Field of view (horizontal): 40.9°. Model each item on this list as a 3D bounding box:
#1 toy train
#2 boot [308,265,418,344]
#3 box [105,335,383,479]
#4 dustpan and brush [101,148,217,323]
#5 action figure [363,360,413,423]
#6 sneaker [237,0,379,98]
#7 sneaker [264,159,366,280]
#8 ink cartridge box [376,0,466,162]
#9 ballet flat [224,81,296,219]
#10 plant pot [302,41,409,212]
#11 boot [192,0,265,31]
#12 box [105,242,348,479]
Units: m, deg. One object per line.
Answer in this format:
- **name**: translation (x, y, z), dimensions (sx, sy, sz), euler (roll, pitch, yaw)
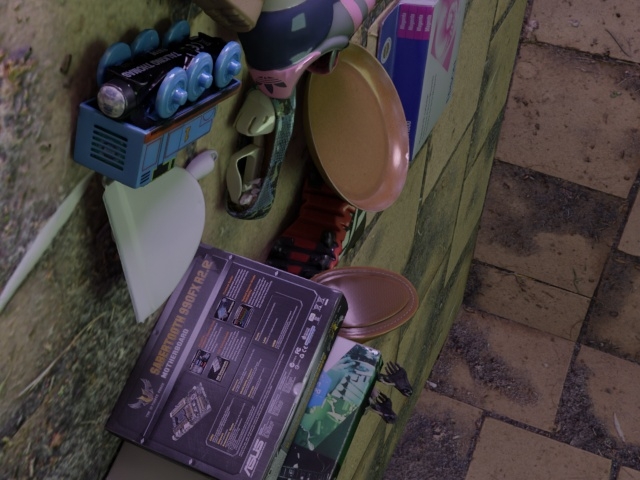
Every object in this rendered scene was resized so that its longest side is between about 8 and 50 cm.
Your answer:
- **toy train**: translation (-0.132, -0.120, 0.728), dimensions (0.184, 0.080, 0.105), euler (-49, 161, -58)
- **boot**: translation (-0.012, 0.152, 1.155), dimensions (0.283, 0.109, 0.220), euler (-25, 154, -18)
- **box**: translation (-0.095, 0.233, 0.943), dimensions (0.058, 0.232, 0.322), euler (69, 42, -66)
- **dustpan and brush**: translation (-0.144, -0.037, 0.829), dimensions (0.211, 0.060, 0.147), euler (-44, 136, -45)
- **action figure**: translation (0.048, 0.293, 1.658), dimensions (0.275, 0.141, 0.164), euler (11, 106, -47)
- **sneaker**: translation (0.007, -0.261, 0.952), dimensions (0.319, 0.112, 0.131), euler (-41, 137, -46)
- **sneaker**: translation (0.001, 0.000, 1.238), dimensions (0.135, 0.097, 0.276), euler (68, 41, -62)
- **ink cartridge box**: translation (0.182, -0.315, 1.545), dimensions (0.324, 0.071, 0.330), euler (93, 21, -44)
- **ballet flat**: translation (-0.072, -0.108, 0.962), dimensions (0.070, 0.070, 0.189), euler (-35, 137, -64)
- **plant pot**: translation (0.046, -0.153, 1.175), dimensions (0.236, 0.032, 0.236), euler (14, 72, -50)
- **boot**: translation (-0.091, -0.308, 0.692), dimensions (0.248, 0.090, 0.207), euler (32, 65, -72)
- **box**: translation (-0.097, 0.136, 0.924), dimensions (0.056, 0.183, 0.231), euler (68, 43, -64)
